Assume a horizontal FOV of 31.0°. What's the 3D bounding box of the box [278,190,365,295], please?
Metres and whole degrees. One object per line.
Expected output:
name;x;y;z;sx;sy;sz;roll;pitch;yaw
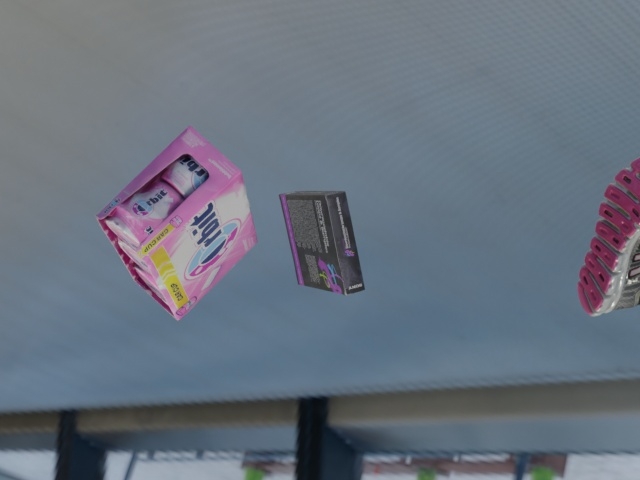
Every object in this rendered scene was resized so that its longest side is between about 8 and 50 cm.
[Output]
box;0.000;0.000;1.339;0.029;0.116;0.162;-14;-172;-18

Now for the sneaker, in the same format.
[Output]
sneaker;0.300;-0.004;1.072;0.075;0.063;0.170;2;119;-25

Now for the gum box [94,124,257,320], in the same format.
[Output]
gum box;-0.118;-0.011;0.986;0.062;0.107;0.188;41;167;14
